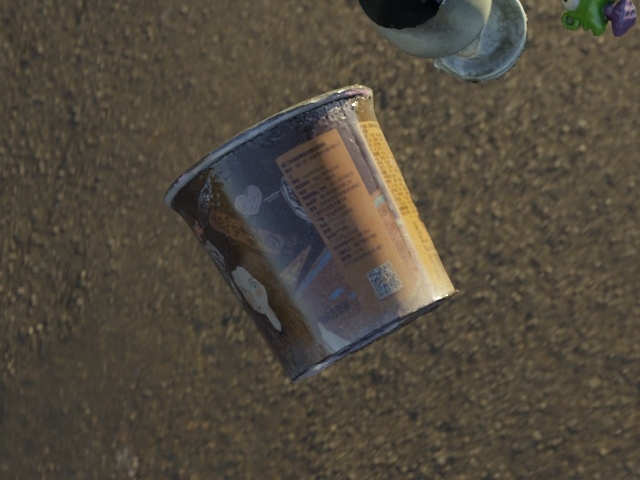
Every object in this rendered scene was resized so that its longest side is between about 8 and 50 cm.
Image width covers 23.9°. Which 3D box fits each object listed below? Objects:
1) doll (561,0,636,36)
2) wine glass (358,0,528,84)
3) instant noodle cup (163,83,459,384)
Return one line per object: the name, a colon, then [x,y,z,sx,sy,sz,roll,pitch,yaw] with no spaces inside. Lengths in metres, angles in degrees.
doll: [0.291,-0.294,1.541,0.115,0.190,0.050,35,39,19]
wine glass: [0.127,-0.241,1.559,0.126,0.241,0.126,-2,84,22]
instant noodle cup: [0.000,0.000,1.354,0.217,0.217,0.207,-26,82,-23]
